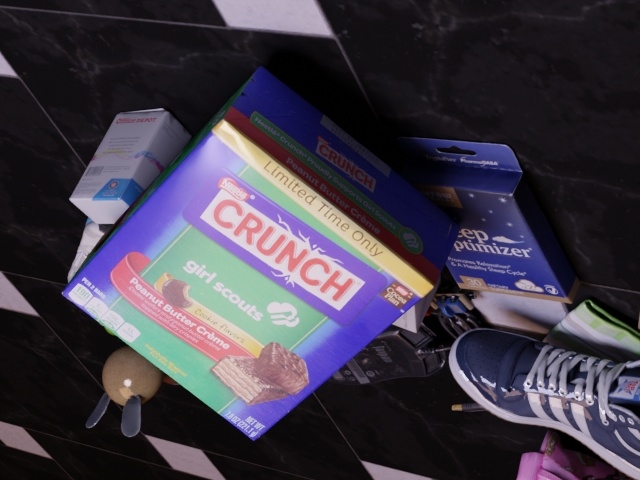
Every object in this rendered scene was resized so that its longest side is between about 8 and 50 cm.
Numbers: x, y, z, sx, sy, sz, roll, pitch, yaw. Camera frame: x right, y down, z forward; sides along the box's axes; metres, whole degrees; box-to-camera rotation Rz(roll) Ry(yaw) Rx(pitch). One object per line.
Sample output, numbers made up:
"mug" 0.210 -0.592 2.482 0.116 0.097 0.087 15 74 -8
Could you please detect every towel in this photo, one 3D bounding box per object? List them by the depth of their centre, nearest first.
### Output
"towel" 0.306 0.124 1.768 0.113 0.023 0.152 32 156 3

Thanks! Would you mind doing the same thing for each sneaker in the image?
"sneaker" 0.278 0.153 1.717 0.282 0.099 0.153 27 156 5
"sneaker" -0.295 0.034 2.123 0.071 0.083 0.191 28 153 2

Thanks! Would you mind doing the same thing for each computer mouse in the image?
"computer mouse" 0.117 0.143 1.963 0.262 0.060 0.184 -14 129 37

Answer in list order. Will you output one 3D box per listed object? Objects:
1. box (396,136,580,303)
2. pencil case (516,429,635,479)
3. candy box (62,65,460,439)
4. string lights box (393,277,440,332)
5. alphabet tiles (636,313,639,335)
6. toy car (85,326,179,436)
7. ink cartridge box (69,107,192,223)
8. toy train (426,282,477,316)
"box" 0.166 -0.019 1.645 0.136 0.036 0.225 7 146 35
"pencil case" 0.417 0.370 1.974 0.386 0.160 0.167 21 120 14
"candy box" -0.063 0.021 1.650 0.268 0.122 0.317 38 127 -11
"string lights box" 0.000 0.000 1.786 0.259 0.077 0.133 19 153 16
"alphabet tiles" 0.493 0.163 1.693 0.342 0.011 0.285 19 152 17
"toy car" -0.243 0.188 2.230 0.155 0.188 0.149 2 144 42
"ink cartridge box" -0.208 -0.081 1.787 0.088 0.122 0.052 1 147 43
"toy train" 0.114 0.070 1.850 0.158 0.036 0.027 -4 140 47
